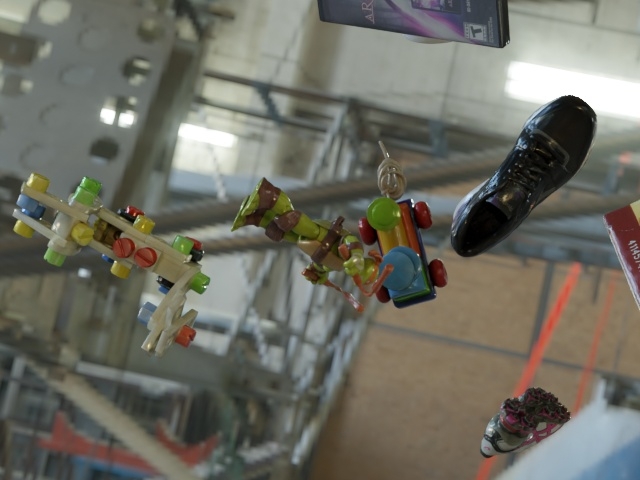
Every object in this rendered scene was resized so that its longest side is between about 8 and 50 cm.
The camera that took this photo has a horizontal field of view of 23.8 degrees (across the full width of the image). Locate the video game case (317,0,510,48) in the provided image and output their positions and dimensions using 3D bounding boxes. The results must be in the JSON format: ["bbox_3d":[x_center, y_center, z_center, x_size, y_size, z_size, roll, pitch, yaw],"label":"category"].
[{"bbox_3d":[0.101,-0.344,1.840,0.274,0.196,0.026,14,35,34],"label":"video game case"}]

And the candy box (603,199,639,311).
[{"bbox_3d":[0.366,0.120,1.370,0.087,0.183,0.316,-24,-51,12],"label":"candy box"}]

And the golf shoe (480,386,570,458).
[{"bbox_3d":[0.281,0.256,2.114,0.067,0.086,0.186,49,28,24],"label":"golf shoe"}]

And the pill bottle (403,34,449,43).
[{"bbox_3d":[0.157,-0.406,2.109,0.136,0.246,0.136,-4,28,2],"label":"pill bottle"}]

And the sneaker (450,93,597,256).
[{"bbox_3d":[0.294,-0.080,2.175,0.107,0.283,0.124,38,23,0],"label":"sneaker"}]

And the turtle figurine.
[{"bbox_3d":[0.000,0.000,1.977,0.217,0.087,0.269,31,-11,-7],"label":"turtle figurine"}]

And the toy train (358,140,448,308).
[{"bbox_3d":[0.096,-0.035,2.124,0.105,0.248,0.143,-16,-11,10],"label":"toy train"}]

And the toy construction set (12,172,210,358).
[{"bbox_3d":[-0.284,0.023,2.203,0.327,0.151,0.215,43,8,8],"label":"toy construction set"}]
